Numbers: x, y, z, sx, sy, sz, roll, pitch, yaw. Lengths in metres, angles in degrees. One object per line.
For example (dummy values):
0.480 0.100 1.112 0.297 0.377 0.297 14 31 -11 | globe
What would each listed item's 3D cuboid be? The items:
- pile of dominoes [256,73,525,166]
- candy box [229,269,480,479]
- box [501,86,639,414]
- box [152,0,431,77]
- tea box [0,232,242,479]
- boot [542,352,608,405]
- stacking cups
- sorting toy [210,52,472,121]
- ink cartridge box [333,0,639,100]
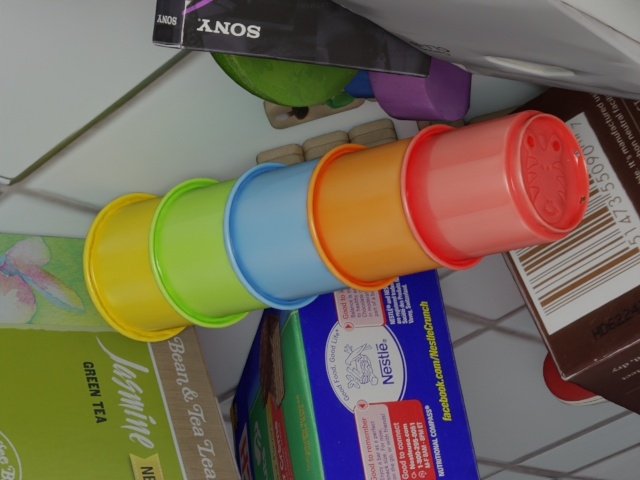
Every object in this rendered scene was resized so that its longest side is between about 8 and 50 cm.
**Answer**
0.090 -0.054 0.861 0.251 0.040 0.196 -15 153 5 | pile of dominoes
0.016 0.188 1.045 0.122 0.268 0.317 -3 152 -13 | candy box
0.219 -0.006 0.843 0.167 0.168 0.203 -33 153 19 | box
0.001 -0.148 0.526 0.116 0.162 0.029 2 -168 -31 | box
-0.270 0.175 0.892 0.323 0.220 0.329 2 139 -31 | tea box
0.231 0.043 1.071 0.176 0.088 0.244 13 135 -41 | boot
0.000 0.000 0.746 0.316 0.096 0.096 -9 163 44 | stacking cups
-0.067 -0.131 0.609 0.126 0.127 0.365 5 170 37 | sorting toy
0.090 -0.149 0.482 0.128 0.176 0.127 15 179 44 | ink cartridge box
